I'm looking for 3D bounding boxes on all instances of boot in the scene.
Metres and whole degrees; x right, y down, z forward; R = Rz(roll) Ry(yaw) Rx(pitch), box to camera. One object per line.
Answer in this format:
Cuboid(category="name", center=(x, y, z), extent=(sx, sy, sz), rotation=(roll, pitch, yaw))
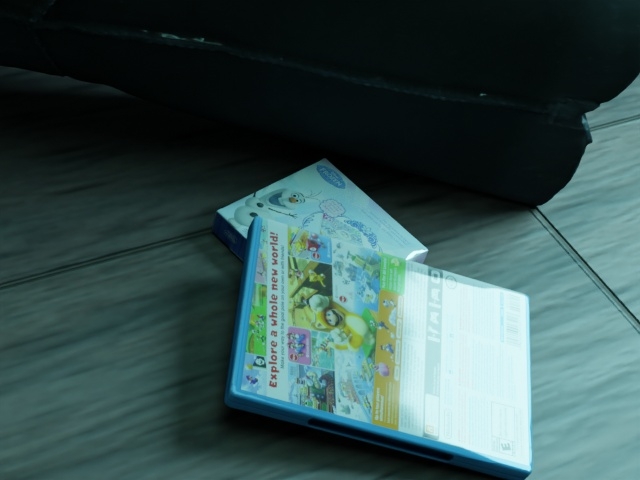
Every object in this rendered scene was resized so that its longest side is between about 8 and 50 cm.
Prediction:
Cuboid(category="boot", center=(-0.007, -0.185, 0.766), extent=(0.445, 0.367, 0.146), rotation=(14, 58, -14))

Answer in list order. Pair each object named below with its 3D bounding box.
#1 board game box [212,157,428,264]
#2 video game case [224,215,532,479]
Cuboid(category="board game box", center=(0.000, 0.000, 0.838), extent=(0.090, 0.020, 0.090), rotation=(-28, 61, -37))
Cuboid(category="video game case", center=(0.035, 0.057, 0.777), extent=(0.166, 0.015, 0.119), rotation=(16, 50, -13))
